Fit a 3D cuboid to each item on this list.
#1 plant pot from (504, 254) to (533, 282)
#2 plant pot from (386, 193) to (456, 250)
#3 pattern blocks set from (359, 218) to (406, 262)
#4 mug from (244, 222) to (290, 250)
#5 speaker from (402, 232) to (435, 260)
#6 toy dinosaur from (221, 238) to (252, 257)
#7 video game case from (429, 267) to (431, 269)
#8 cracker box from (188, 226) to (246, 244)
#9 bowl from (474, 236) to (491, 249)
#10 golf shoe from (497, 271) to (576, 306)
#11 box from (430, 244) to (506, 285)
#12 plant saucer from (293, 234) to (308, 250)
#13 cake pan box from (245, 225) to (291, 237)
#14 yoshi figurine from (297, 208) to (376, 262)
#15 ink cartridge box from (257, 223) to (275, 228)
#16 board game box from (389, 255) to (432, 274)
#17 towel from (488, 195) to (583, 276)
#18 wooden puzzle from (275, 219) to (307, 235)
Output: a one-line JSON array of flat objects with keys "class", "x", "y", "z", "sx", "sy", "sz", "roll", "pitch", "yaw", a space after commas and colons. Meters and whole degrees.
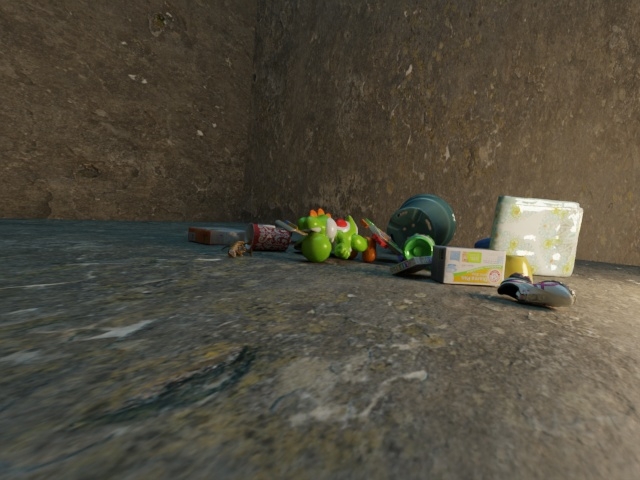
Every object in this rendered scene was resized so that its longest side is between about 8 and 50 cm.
[{"class": "plant pot", "x": 0.663, "y": 0.099, "z": 1.465, "sx": 0.134, "sy": 0.095, "sz": 0.134, "roll": 5, "pitch": 3, "yaw": 0}, {"class": "plant pot", "x": 0.526, "y": -0.068, "z": 2.280, "sx": 0.340, "sy": 0.342, "sz": 0.334, "roll": 7, "pitch": 13, "yaw": 25}, {"class": "pattern blocks set", "x": 0.281, "y": -0.002, "z": 1.828, "sx": 0.285, "sy": 0.026, "sz": 0.325, "roll": 35, "pitch": 12, "yaw": -27}, {"class": "mug", "x": -0.227, "y": -0.024, "z": 1.820, "sx": 0.169, "sy": 0.150, "sz": 0.113, "roll": 8, "pitch": -35, "yaw": -28}, {"class": "speaker", "x": 0.406, "y": 0.037, "z": 1.738, "sx": 0.131, "sy": 0.131, "sz": 0.296, "roll": 6, "pitch": 3, "yaw": 15}, {"class": "toy dinosaur", "x": -0.310, "y": 0.021, "z": 1.573, "sx": 0.112, "sy": 0.064, "sz": 0.211, "roll": 3, "pitch": 4, "yaw": -13}, {"class": "video game case", "x": 0.507, "y": 0.113, "z": 1.641, "sx": 0.166, "sy": 0.015, "sz": 0.119, "roll": 5, "pitch": 4, "yaw": -2}, {"class": "cracker box", "x": -0.465, "y": -0.021, "z": 1.954, "sx": 0.155, "sy": 0.067, "sz": 0.232, "roll": 9, "pitch": 6, "yaw": 37}, {"class": "bowl", "x": 0.936, "y": 0.050, "z": 2.016, "sx": 0.390, "sy": 0.077, "sz": 0.391, "roll": 2, "pitch": -12, "yaw": 1}, {"class": "golf shoe", "x": 0.544, "y": 0.138, "z": 1.079, "sx": 0.085, "sy": 0.068, "sz": 0.186, "roll": -27, "pitch": 19, "yaw": -26}, {"class": "box", "x": 0.469, "y": 0.079, "z": 1.355, "sx": 0.202, "sy": 0.114, "sz": 0.103, "roll": 3, "pitch": 3, "yaw": -8}, {"class": "plant saucer", "x": 0.000, "y": 0.000, "z": 1.850, "sx": 0.240, "sy": 0.037, "sz": 0.241, "roll": -8, "pitch": -14, "yaw": -2}, {"class": "cake pan box", "x": -0.295, "y": -0.040, "z": 2.452, "sx": 0.266, "sy": 0.070, "sz": 0.246, "roll": 6, "pitch": 6, "yaw": -6}, {"class": "yoshi figurine", "x": 0.047, "y": 0.023, "z": 1.624, "sx": 0.362, "sy": 0.203, "sz": 0.203, "roll": 20, "pitch": 33, "yaw": -43}, {"class": "ink cartridge box", "x": -0.260, "y": -0.023, "z": 1.985, "sx": 0.060, "sy": 0.104, "sz": 0.180, "roll": 3, "pitch": 4, "yaw": -17}, {"class": "board game box", "x": 0.314, "y": 0.083, "z": 1.417, "sx": 0.154, "sy": 0.026, "sz": 0.103, "roll": 0, "pitch": -23, "yaw": -46}, {"class": "towel", "x": 0.892, "y": -0.014, "z": 1.772, "sx": 0.374, "sy": 0.321, "sz": 0.090, "roll": 5, "pitch": 6, "yaw": -7}, {"class": "wooden puzzle", "x": -0.111, "y": -0.051, "z": 2.358, "sx": 0.238, "sy": 0.044, "sz": 0.221, "roll": 23, "pitch": 4, "yaw": -33}]
